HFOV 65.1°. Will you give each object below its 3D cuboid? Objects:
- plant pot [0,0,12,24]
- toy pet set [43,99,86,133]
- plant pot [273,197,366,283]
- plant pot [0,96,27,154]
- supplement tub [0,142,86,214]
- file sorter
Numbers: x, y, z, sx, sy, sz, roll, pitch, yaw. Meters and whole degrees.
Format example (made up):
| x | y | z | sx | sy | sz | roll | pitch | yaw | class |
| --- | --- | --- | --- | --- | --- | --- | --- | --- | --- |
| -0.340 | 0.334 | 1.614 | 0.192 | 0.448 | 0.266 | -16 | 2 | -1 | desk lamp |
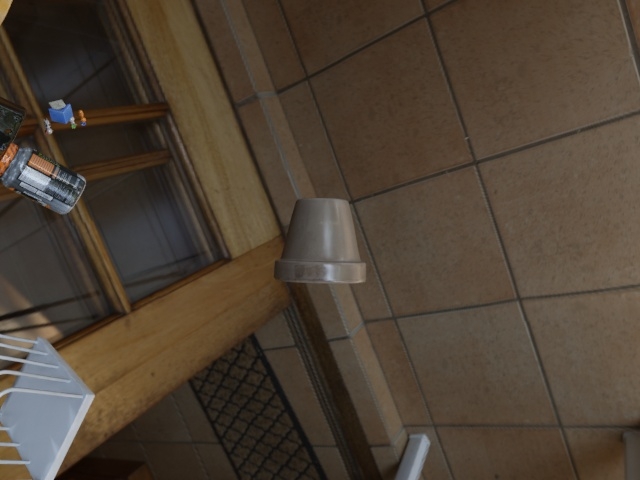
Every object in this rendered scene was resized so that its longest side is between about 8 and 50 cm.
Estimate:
| x | y | z | sx | sy | sz | roll | pitch | yaw | class |
| --- | --- | --- | --- | --- | --- | --- | --- | --- | --- |
| -0.646 | -0.460 | 0.830 | 0.205 | 0.188 | 0.205 | -7 | 76 | 32 | plant pot |
| -0.767 | -0.362 | 1.513 | 0.065 | 0.122 | 0.114 | 49 | 147 | 24 | toy pet set |
| 0.000 | 0.000 | 1.403 | 0.263 | 0.263 | 0.229 | 1 | 90 | 32 | plant pot |
| -1.054 | -0.376 | 1.598 | 0.167 | 0.188 | 0.188 | 21 | 86 | 46 | plant pot |
| -0.711 | -0.157 | 1.270 | 0.117 | 0.117 | 0.190 | -25 | 135 | 36 | supplement tub |
| -0.615 | 0.316 | 0.979 | 0.277 | 0.173 | 0.193 | 21 | 83 | 41 | file sorter |
